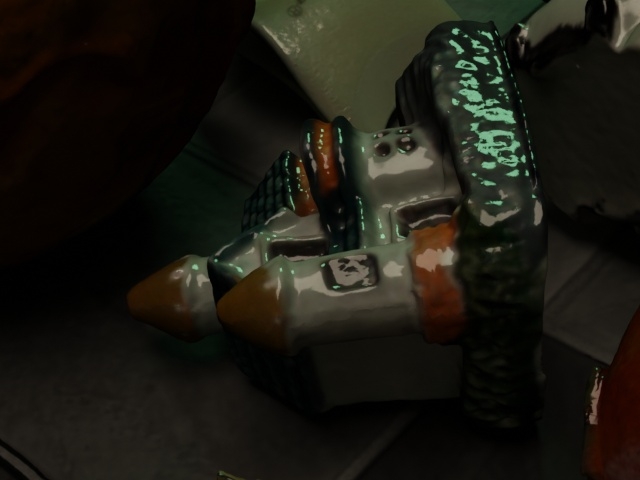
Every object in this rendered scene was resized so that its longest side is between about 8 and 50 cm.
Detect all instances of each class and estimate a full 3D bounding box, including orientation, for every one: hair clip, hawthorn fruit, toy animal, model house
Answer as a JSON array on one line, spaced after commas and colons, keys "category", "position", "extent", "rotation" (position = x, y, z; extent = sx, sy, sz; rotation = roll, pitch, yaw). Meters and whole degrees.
[{"category": "hair clip", "position": [-0.003, -0.205, 1.169], "extent": [0.172, 0.113, 0.282], "rotation": [-39, 49, -24]}, {"category": "hawthorn fruit", "position": [-0.274, -0.191, 0.982], "extent": [0.472, 0.471, 0.471], "rotation": [-7, 43, 7]}, {"category": "toy animal", "position": [0.245, -0.105, 0.906], "extent": [0.156, 0.204, 0.208], "rotation": [-34, 8, -24]}, {"category": "model house", "position": [0.000, 0.000, 0.899], "extent": [0.301, 0.190, 0.271], "rotation": [-10, 45, 6]}]

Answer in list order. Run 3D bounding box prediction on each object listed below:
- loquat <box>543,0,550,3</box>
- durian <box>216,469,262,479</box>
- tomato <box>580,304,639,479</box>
[{"category": "loquat", "position": [0.289, -0.332, 1.051], "extent": [0.328, 0.359, 0.328], "rotation": [13, 9, -2]}, {"category": "durian", "position": [0.098, 0.208, 0.706], "extent": [0.260, 0.153, 0.186], "rotation": [22, 31, 40]}, {"category": "tomato", "position": [0.300, 0.080, 0.748], "extent": [0.309, 0.170, 0.309], "rotation": [-12, 46, 13]}]
